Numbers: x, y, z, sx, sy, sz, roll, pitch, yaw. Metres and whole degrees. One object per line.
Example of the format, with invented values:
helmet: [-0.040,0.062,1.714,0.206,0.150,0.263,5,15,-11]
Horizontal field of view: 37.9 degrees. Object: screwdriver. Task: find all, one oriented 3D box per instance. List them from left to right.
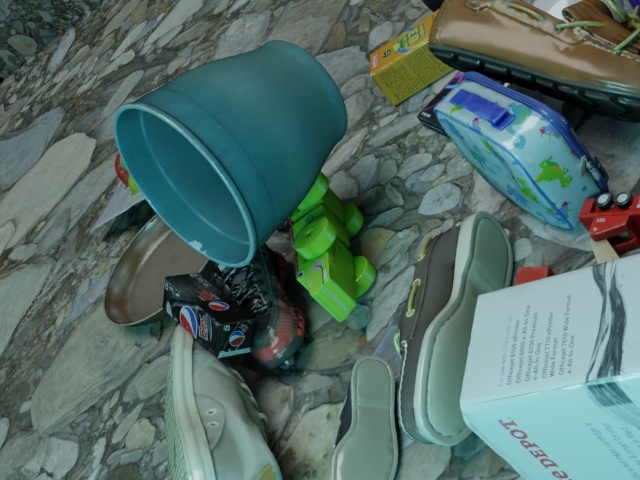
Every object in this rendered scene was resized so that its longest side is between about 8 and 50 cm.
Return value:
screwdriver: [-0.091,-0.030,1.607,0.024,0.025,0.170,-57,24,-15]

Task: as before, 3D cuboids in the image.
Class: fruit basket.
fruit basket: [-0.334,-0.178,1.965,0.353,0.165,0.327,-30,31,52]

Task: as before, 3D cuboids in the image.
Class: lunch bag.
lunch bag: [0.244,-0.116,1.152,0.090,0.176,0.219,-46,31,1]

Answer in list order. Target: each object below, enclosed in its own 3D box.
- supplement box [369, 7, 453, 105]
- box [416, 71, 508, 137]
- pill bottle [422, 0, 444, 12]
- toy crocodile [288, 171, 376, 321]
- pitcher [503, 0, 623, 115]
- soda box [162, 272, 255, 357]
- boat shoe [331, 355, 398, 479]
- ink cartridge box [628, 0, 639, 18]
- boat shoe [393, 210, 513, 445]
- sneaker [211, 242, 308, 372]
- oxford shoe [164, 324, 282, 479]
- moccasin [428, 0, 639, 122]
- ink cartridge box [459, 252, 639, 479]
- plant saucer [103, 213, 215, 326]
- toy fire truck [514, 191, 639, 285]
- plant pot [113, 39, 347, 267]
supplement box: [0.193,-0.324,1.541,0.233,0.080,0.078,-32,32,25]
box: [0.234,-0.227,1.429,0.162,0.029,0.116,-49,31,-1]
pill bottle: [0.263,-0.494,1.606,0.219,0.123,0.123,-55,33,-13]
toy crocodile: [0.000,0.000,1.369,0.105,0.115,0.340,-36,31,18]
pitcher: [0.321,-0.264,1.300,0.207,0.125,0.178,-62,18,-4]
soda box: [-0.163,0.104,1.333,0.169,0.060,0.053,32,120,48]
boat shoe: [0.052,0.241,1.108,0.065,0.075,0.206,103,177,-55]
ink cartridge box: [0.464,-0.411,1.199,0.208,0.206,0.045,-34,30,20]
boat shoe: [0.144,0.103,1.088,0.096,0.116,0.324,-23,34,40]
sneaker: [-0.098,0.080,1.375,0.097,0.135,0.276,-37,34,12]
oxford shoe: [-0.141,0.247,1.258,0.449,0.130,0.169,-127,38,-66]
moccasin: [0.321,-0.240,1.139,0.380,0.139,0.147,25,95,34]
ink cartridge box: [0.306,0.120,0.768,0.307,0.223,0.129,-19,40,37]
plant saucer: [-0.272,0.037,1.708,0.310,0.050,0.311,-30,36,25]
toy fire truck: [0.324,0.012,1.037,0.192,0.047,0.135,-3,52,47]
plant pot: [-0.106,-0.144,1.324,0.255,0.272,0.271,-42,27,-26]
